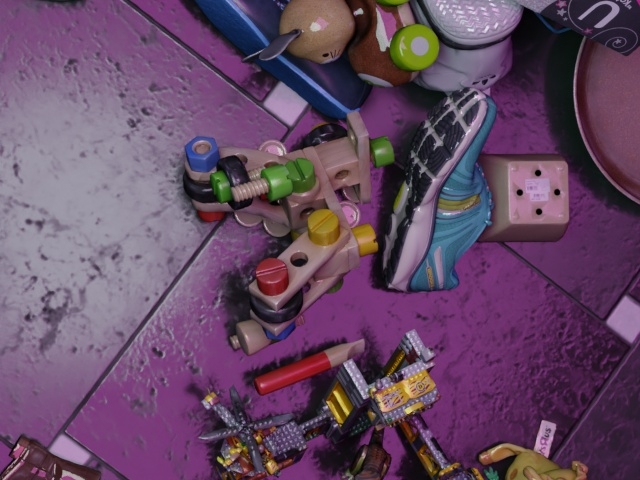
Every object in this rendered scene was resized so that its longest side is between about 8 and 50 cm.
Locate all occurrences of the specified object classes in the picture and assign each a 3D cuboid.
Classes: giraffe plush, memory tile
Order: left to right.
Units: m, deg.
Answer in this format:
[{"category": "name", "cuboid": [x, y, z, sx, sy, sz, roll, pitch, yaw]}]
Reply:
[{"category": "memory tile", "cuboid": [-0.020, -0.050, 1.955, 0.148, 0.012, 0.113, 21, 85, -6]}, {"category": "giraffe plush", "cuboid": [0.277, 0.321, 1.903, 0.181, 0.170, 0.210, 0, 88, -8]}]

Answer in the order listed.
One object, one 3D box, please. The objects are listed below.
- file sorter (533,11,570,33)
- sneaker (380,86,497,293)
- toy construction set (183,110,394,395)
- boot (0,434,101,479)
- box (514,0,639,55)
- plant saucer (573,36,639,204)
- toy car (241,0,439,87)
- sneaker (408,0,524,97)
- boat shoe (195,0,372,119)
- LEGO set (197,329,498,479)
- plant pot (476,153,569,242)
[{"category": "file sorter", "cuboid": [0.322, -0.344, 1.966, 0.170, 0.118, 0.104, -42, 97, -8]}, {"category": "sneaker", "cuboid": [0.152, -0.056, 1.902, 0.110, 0.107, 0.275, 8, 124, -16]}, {"category": "toy construction set", "cuboid": [0.000, 0.000, 1.856, 0.237, 0.257, 0.309, -19, 117, -16]}, {"category": "boot", "cuboid": [-0.320, 0.295, 1.886, 0.114, 0.037, 0.106, 30, 86, -11]}, {"category": "box", "cuboid": [0.274, -0.334, 1.765, 0.247, 0.142, 0.163, 19, 47, -28]}, {"category": "plant saucer", "cuboid": [0.450, -0.183, 2.002, 0.310, 0.050, 0.311, 0, 91, -12]}, {"category": "toy car", "cuboid": [0.010, -0.224, 1.820, 0.188, 0.155, 0.149, -20, 97, -16]}, {"category": "sneaker", "cuboid": [0.129, -0.317, 1.932, 0.137, 0.210, 0.366, -17, 56, -9]}, {"category": "boat shoe", "cuboid": [-0.045, -0.250, 1.928, 0.258, 0.109, 0.089, 41, 75, -21]}, {"category": "LEGO set", "cuboid": [0.039, 0.250, 1.810, 0.331, 0.192, 0.255, -15, 69, -19]}, {"category": "plant pot", "cuboid": [0.248, -0.054, 1.952, 0.109, 0.096, 0.109, -1, 88, -9]}]
